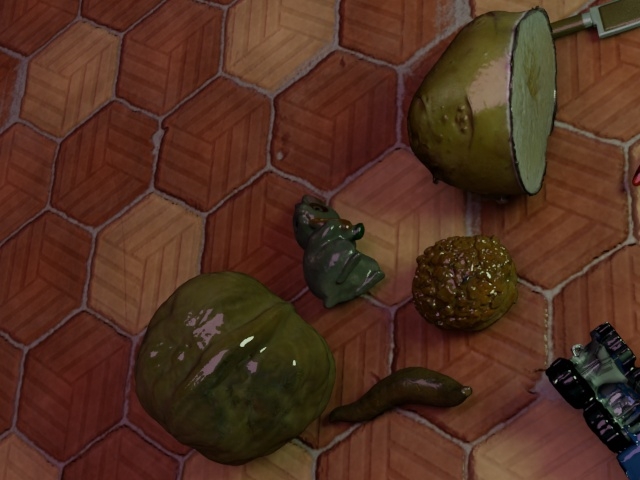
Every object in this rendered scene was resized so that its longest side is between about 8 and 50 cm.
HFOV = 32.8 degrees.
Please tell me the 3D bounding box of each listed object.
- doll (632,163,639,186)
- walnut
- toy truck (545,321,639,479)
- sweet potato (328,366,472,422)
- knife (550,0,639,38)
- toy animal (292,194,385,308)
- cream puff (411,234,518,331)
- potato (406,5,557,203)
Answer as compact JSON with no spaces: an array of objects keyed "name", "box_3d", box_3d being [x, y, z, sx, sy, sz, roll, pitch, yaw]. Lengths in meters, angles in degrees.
[{"name":"doll","box_3d":[0.527,-0.147,1.578,0.109,0.057,0.169,10,75,34]},{"name":"walnut","box_3d":[-0.136,0.200,1.667,0.277,0.253,0.282,-47,54,4]},{"name":"toy truck","box_3d":[0.406,0.223,1.441,0.113,0.126,0.208,-39,60,7]},{"name":"sweet potato","box_3d":[0.118,0.229,1.638,0.250,0.059,0.069,-15,75,27]},{"name":"knife","box_3d":[0.451,-0.347,1.726,0.343,0.027,0.061,-16,60,18]},{"name":"toy animal","box_3d":[-0.002,-0.001,1.771,0.138,0.108,0.236,-47,55,4]},{"name":"cream puff","box_3d":[0.212,0.059,1.623,0.165,0.115,0.150,-46,58,5]},{"name":"potato","box_3d":[0.241,-0.217,1.655,0.196,0.246,0.299,3,65,26]}]
